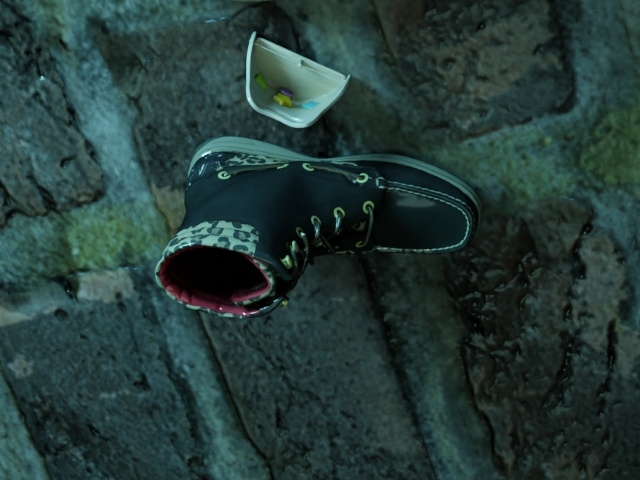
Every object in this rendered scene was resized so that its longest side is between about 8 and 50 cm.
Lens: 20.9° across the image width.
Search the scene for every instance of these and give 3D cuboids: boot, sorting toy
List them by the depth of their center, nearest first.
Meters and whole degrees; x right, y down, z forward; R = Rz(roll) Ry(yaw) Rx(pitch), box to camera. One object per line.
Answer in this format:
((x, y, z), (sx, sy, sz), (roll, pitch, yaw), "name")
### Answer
((-0.001, 0.001, 1.315), (0.236, 0.178, 0.085), (10, 120, 5), "boot")
((-0.026, -0.111, 1.316), (0.083, 0.075, 0.045), (24, 120, -4), "sorting toy")
